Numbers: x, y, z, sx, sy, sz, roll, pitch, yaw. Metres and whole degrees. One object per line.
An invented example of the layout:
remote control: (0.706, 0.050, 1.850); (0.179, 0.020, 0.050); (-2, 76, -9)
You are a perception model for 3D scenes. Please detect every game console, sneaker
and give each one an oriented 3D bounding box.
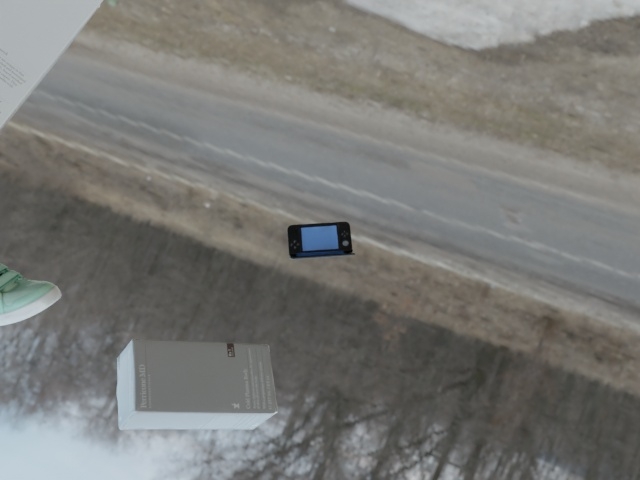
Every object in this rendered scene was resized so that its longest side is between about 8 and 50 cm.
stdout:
game console: (0.000, 0.000, 1.855); (0.122, 0.107, 0.071); (-3, 151, -2)
sneaker: (-0.534, 0.049, 1.553); (0.256, 0.151, 0.094); (-2, -158, 24)

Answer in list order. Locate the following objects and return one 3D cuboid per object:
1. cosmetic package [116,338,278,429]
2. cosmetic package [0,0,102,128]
cosmetic package: (-0.202, 0.234, 1.589); (0.238, 0.127, 0.107); (5, 152, -29)
cosmetic package: (-0.568, -0.344, 1.801); (0.155, 0.365, 0.197); (37, 161, -18)
